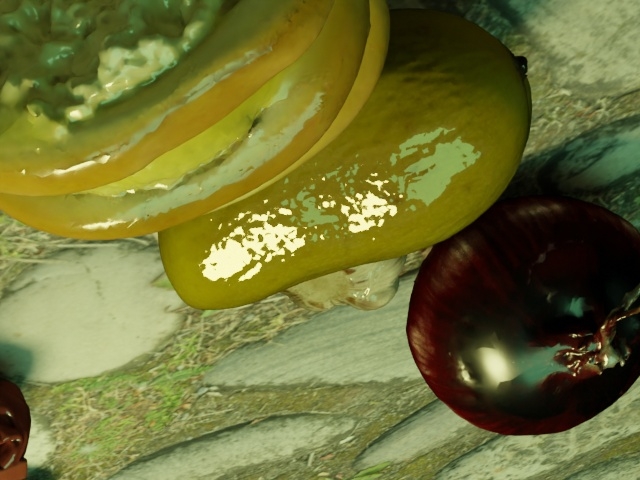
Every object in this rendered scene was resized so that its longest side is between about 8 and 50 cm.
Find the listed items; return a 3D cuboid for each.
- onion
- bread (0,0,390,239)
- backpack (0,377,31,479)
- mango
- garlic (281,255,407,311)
[{"bbox_3d":[0.234,0.085,1.263,0.273,0.285,0.273,-7,109,-21],"label":"onion"},{"bbox_3d":[-0.107,-0.113,0.816,0.315,0.211,0.270,-21,149,4],"label":"bread"},{"bbox_3d":[-0.394,0.213,1.192,0.229,0.139,0.229,-18,149,-11],"label":"backpack"},{"bbox_3d":[0.010,-0.068,0.997,0.331,0.142,0.195,-21,113,8],"label":"mango"},{"bbox_3d":[0.000,0.000,1.149,0.159,0.102,0.147,9,144,-5],"label":"garlic"}]
